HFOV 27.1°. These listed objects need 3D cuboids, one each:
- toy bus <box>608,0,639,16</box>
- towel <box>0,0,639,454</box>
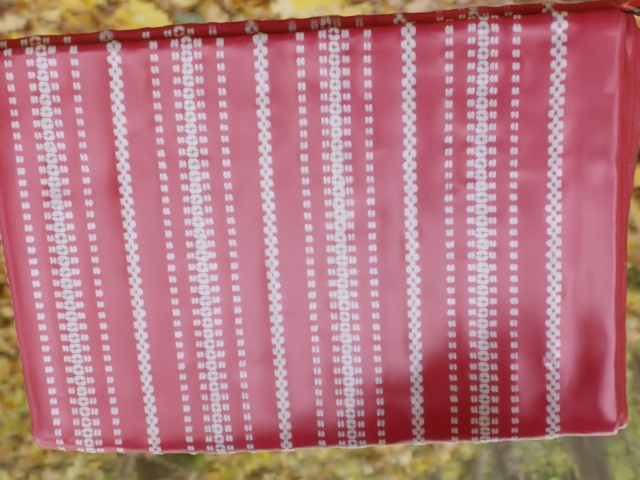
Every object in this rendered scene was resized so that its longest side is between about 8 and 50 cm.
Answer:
[{"bbox_3d":[0.090,-0.123,0.332,0.202,0.104,0.191,21,178,22],"label":"toy bus"},{"bbox_3d":[0.000,0.000,0.574,0.274,0.199,0.031,-2,-160,4],"label":"towel"}]
